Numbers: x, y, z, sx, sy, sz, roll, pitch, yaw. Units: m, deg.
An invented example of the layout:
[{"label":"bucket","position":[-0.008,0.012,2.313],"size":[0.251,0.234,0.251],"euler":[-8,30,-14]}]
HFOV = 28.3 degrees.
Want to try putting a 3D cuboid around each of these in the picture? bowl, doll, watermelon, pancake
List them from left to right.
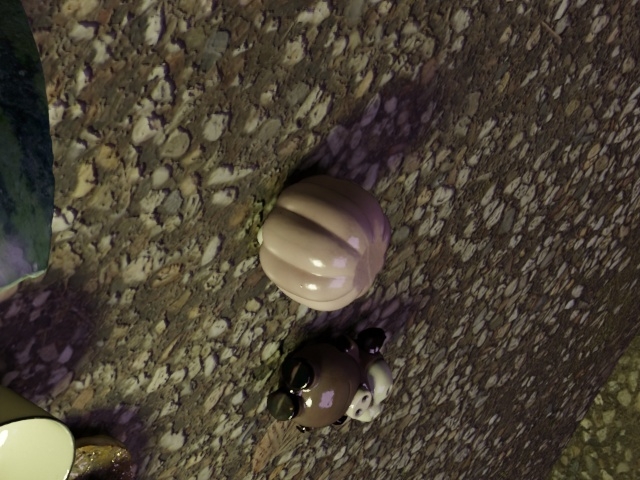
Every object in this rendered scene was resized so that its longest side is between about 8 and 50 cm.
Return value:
[{"label":"watermelon","position":[-0.327,-0.074,1.114],"size":[0.250,0.283,0.292],"euler":[-32,176,0]},{"label":"bowl","position":[-0.410,0.254,1.450],"size":[0.237,0.126,0.238],"euler":[-33,148,-24]},{"label":"pancake","position":[-0.376,0.363,1.700],"size":[0.282,0.049,0.282],"euler":[-30,147,-22]},{"label":"doll","position":[0.021,0.222,1.995],"size":[0.257,0.117,0.182],"euler":[8,114,-53]}]

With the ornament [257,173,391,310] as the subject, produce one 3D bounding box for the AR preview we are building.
[{"label":"ornament","position":[0.000,-0.001,1.675],"size":[0.177,0.177,0.177],"euler":[-33,148,-24]}]
